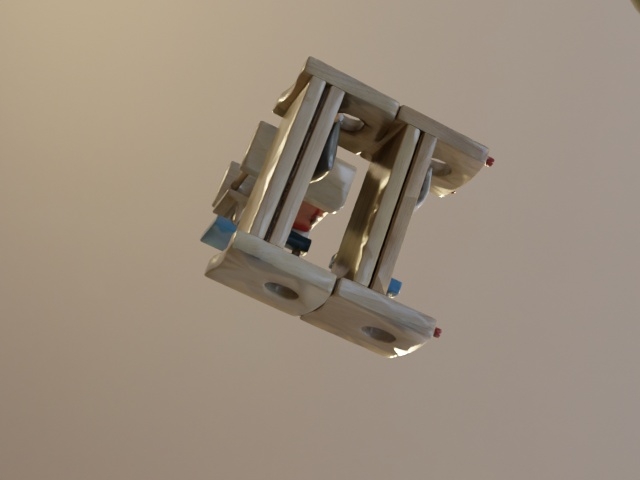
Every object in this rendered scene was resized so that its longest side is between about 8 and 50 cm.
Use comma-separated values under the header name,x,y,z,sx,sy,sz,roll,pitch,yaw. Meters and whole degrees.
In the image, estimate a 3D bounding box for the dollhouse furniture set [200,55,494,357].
name,x,y,z,sx,sy,sz,roll,pitch,yaw
dollhouse furniture set,0.000,0.000,0.689,0.129,0.184,0.129,26,-113,-11

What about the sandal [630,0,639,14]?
name,x,y,z,sx,sy,sz,roll,pitch,yaw
sandal,0.225,-0.107,0.513,0.120,0.303,0.086,-47,-138,-12
